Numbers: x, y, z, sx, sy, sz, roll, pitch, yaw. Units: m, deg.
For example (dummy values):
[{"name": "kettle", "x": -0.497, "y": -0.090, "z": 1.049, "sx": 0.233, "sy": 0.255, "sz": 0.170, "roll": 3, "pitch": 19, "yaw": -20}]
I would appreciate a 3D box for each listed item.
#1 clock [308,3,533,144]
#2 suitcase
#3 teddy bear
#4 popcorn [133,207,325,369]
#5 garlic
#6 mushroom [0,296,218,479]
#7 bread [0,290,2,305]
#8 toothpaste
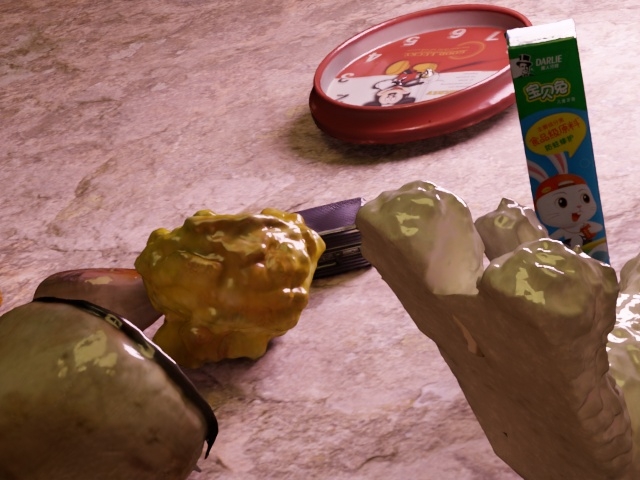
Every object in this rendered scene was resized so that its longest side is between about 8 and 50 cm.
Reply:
[{"name": "clock", "x": 0.139, "y": -0.209, "z": 1.969, "sx": 0.318, "sy": 0.080, "sz": 0.318, "roll": -12, "pitch": 30, "yaw": 7}, {"name": "suitcase", "x": 0.000, "y": 0.000, "z": 1.643, "sx": 0.126, "sy": 0.059, "sz": 0.086, "roll": -14, "pitch": 27, "yaw": 6}, {"name": "teddy bear", "x": 0.263, "y": 0.022, "z": 1.143, "sx": 0.362, "sy": 0.375, "sz": 0.327, "roll": -41, "pitch": 39, "yaw": -18}, {"name": "popcorn", "x": -0.088, "y": 0.043, "z": 1.514, "sx": 0.198, "sy": 0.155, "sz": 0.197, "roll": -16, "pitch": 4, "yaw": 1}, {"name": "garlic", "x": -0.246, "y": 0.067, "z": 1.640, "sx": 0.128, "sy": 0.090, "sz": 0.198, "roll": -27, "pitch": 10, "yaw": -39}, {"name": "mushroom", "x": -0.230, "y": 0.165, "z": 1.299, "sx": 0.267, "sy": 0.189, "sz": 0.164, "roll": 10, "pitch": 50, "yaw": 41}, {"name": "bread", "x": -0.433, "y": 0.075, "z": 1.762, "sx": 0.132, "sy": 0.053, "sz": 0.074, "roll": -23, "pitch": 30, "yaw": -14}, {"name": "toothpaste", "x": 0.221, "y": -0.068, "z": 1.405, "sx": 0.065, "sy": 0.266, "sz": 0.050, "roll": -8, "pitch": 27, "yaw": 11}]
